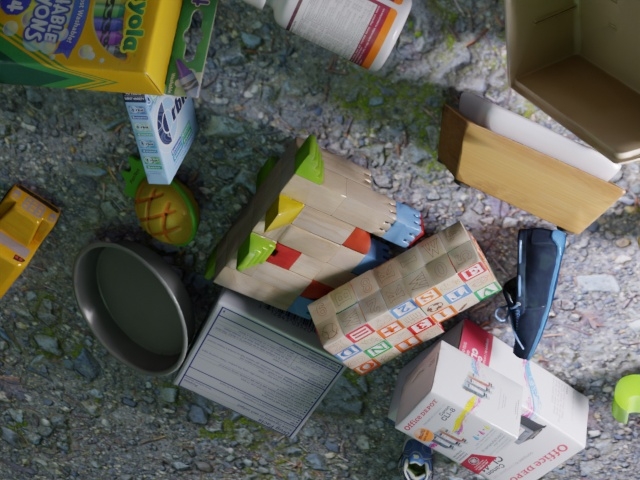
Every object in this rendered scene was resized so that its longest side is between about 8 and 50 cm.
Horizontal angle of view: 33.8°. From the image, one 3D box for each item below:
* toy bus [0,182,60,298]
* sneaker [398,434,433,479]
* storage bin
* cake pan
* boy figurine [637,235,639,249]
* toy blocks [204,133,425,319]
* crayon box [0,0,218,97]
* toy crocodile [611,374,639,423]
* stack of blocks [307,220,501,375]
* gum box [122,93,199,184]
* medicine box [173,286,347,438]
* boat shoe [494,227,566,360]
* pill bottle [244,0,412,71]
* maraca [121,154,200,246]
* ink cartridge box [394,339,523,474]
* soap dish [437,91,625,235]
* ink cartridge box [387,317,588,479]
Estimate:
[{"bbox_3d":[-0.629,0.033,2.040,0.108,0.130,0.333,36,132,-15],"label":"toy bus"},{"bbox_3d":[0.196,0.484,2.209,0.080,0.081,0.211,5,134,12],"label":"sneaker"},{"bbox_3d":[0.356,-0.272,1.341,0.123,0.260,0.262,-24,131,-15],"label":"storage bin"},{"bbox_3d":[-0.354,0.124,2.023,0.293,0.054,0.293,19,126,28],"label":"cake pan"},{"bbox_3d":[0.620,-0.032,1.596,0.285,0.092,0.177,-15,127,25],"label":"boy figurine"},{"bbox_3d":[0.000,0.000,1.791,0.261,0.190,0.381,23,130,-20],"label":"toy blocks"},{"bbox_3d":[-0.324,-0.329,1.557,0.323,0.203,0.083,6,165,12],"label":"crayon box"},{"bbox_3d":[0.688,0.305,1.867,0.341,0.105,0.115,15,134,4],"label":"toy crocodile"},{"bbox_3d":[0.150,0.103,1.786,0.297,0.087,0.171,-30,148,12],"label":"stack of blocks"},{"bbox_3d":[-0.252,-0.209,1.677,0.041,0.157,0.184,3,131,15],"label":"gum box"},{"bbox_3d":[-0.101,0.204,2.008,0.263,0.149,0.289,27,134,-6],"label":"medicine box"},{"bbox_3d":[0.355,0.084,1.798,0.089,0.109,0.258,15,118,15],"label":"boat shoe"},{"bbox_3d":[0.009,-0.339,1.497,0.221,0.121,0.121,25,134,-5],"label":"pill bottle"},{"bbox_3d":[-0.285,-0.070,1.861,0.185,0.099,0.127,47,131,10],"label":"maraca"},{"bbox_3d":[0.238,0.286,1.811,0.176,0.127,0.128,30,130,-7],"label":"ink cartridge box"},{"bbox_3d":[0.282,-0.115,1.497,0.229,0.291,0.118,24,101,-4],"label":"soap dish"},{"bbox_3d":[0.316,0.316,1.982,0.306,0.131,0.226,34,131,-9],"label":"ink cartridge box"}]
